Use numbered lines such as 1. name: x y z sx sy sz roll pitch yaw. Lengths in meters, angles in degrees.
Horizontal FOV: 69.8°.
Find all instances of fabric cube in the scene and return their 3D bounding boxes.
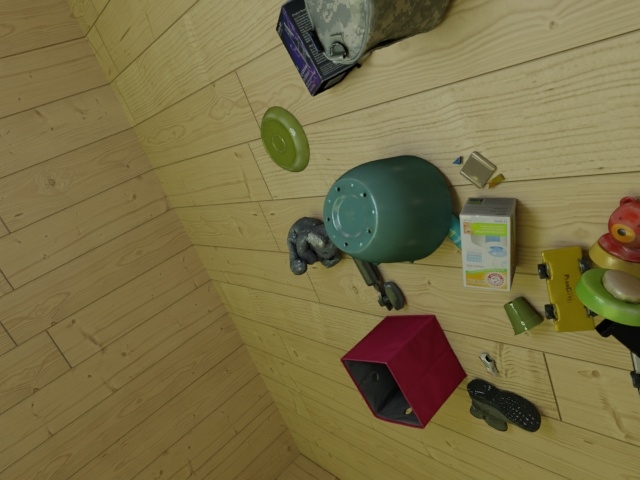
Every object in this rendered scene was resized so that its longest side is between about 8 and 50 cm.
1. fabric cube: 0.278 0.428 1.543 0.254 0.258 0.259 -19 104 56

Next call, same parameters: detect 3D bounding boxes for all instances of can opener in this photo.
1. can opener: 0.190 0.117 1.569 0.093 0.074 0.280 -30 96 23

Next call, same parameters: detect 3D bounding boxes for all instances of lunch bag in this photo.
1. lunch bag: 0.111 -0.500 0.875 0.212 0.305 0.256 18 131 45

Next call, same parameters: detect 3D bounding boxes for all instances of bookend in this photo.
1. bookend: 0.666 0.179 0.896 0.157 0.072 0.156 43 106 16

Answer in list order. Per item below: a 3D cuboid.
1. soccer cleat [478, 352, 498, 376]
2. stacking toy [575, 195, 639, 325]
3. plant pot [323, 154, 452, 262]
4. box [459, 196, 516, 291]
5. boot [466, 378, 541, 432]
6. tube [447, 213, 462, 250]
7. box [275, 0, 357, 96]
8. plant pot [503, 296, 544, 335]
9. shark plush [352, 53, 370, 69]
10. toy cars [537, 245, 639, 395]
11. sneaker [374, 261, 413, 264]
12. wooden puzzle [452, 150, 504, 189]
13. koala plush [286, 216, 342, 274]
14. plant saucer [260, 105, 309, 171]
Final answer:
1. soccer cleat: 0.517 0.380 1.399 0.083 0.029 0.035 57 152 5
2. stacking toy: 0.606 0.050 0.767 0.309 0.279 0.130 29 129 37
3. plant pot: 0.150 -0.072 1.188 0.293 0.235 0.293 11 106 45
4. box: 0.405 0.009 1.103 0.114 0.103 0.203 5 121 29
5. boot: 0.577 0.546 1.442 0.246 0.083 0.161 23 143 48
6. tube: 0.403 0.020 1.211 0.207 0.052 0.080 45 152 4
7. box: -0.014 -0.502 1.177 0.207 0.108 0.153 60 172 -7
8. plant pot: 0.519 0.191 1.189 0.079 0.083 0.083 61 150 14
9. shark plush: 0.104 -0.491 1.157 0.161 0.073 0.067 90 158 -71
10. toy cars: 0.629 0.172 1.003 0.393 0.087 0.176 42 109 17
11. sneaker: 0.240 0.028 1.381 0.110 0.107 0.275 47 148 -4
12. wooden puzzle: 0.377 -0.168 1.100 0.116 0.014 0.078 47 143 12
13. koala plush: 0.000 0.000 1.591 0.221 0.196 0.203 -19 85 61
14. plant saucer: -0.134 -0.341 1.591 0.241 0.037 0.241 33 141 32
